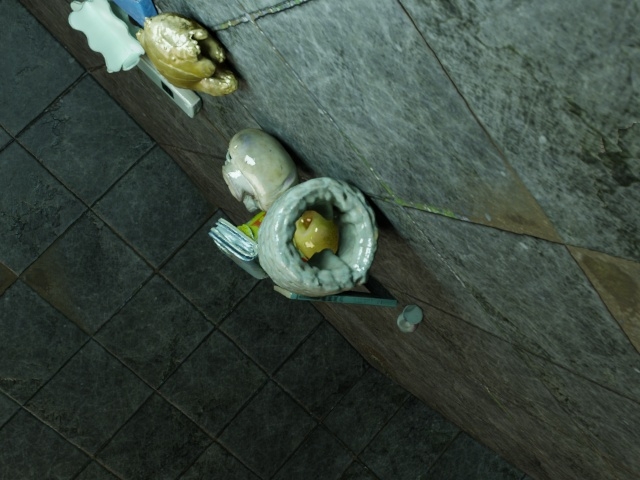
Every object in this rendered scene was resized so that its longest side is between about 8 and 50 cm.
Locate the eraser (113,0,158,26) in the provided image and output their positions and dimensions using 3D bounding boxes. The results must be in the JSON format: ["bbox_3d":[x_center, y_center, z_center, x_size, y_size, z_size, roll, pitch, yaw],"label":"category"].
[{"bbox_3d":[-0.534,-0.659,1.755,0.312,0.042,0.144,41,169,11],"label":"eraser"}]

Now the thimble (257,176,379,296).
[{"bbox_3d":[0.000,0.000,1.679,0.291,0.291,0.195,45,166,-11],"label":"thimble"}]

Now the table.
[{"bbox_3d":[-0.588,-0.590,1.925,0.166,0.166,0.198,32,165,48],"label":"table"}]

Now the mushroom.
[{"bbox_3d":[-0.152,-0.174,1.828,0.255,0.184,0.255,51,163,23],"label":"mushroom"}]

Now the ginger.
[{"bbox_3d":[-0.299,-0.437,1.670,0.236,0.166,0.375,7,-171,3],"label":"ginger"}]

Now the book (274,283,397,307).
[{"bbox_3d":[0.045,0.191,2.406,0.379,0.031,0.264,6,180,-17],"label":"book"}]

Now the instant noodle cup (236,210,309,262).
[{"bbox_3d":[-0.088,-0.010,2.181,0.311,0.221,0.311,41,169,10],"label":"instant noodle cup"}]

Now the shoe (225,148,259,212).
[{"bbox_3d":[-0.217,-0.208,2.187,0.211,0.132,0.342,56,172,-5],"label":"shoe"}]

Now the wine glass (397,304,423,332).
[{"bbox_3d":[0.288,0.253,2.229,0.073,0.073,0.155,42,170,10],"label":"wine glass"}]

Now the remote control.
[{"bbox_3d":[-0.509,-0.529,2.167,0.344,0.050,0.145,45,170,-4],"label":"remote control"}]

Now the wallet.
[{"bbox_3d":[-0.239,0.029,2.101,0.176,0.075,0.250,35,169,13],"label":"wallet"}]

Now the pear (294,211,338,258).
[{"bbox_3d":[0.014,-0.019,1.975,0.178,0.178,0.178,42,170,9],"label":"pear"}]
